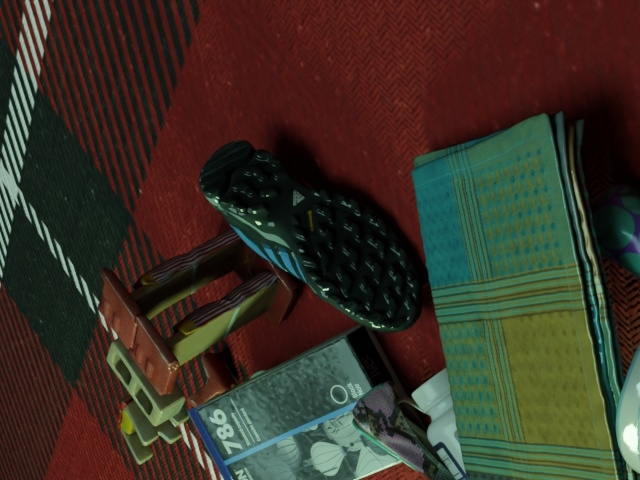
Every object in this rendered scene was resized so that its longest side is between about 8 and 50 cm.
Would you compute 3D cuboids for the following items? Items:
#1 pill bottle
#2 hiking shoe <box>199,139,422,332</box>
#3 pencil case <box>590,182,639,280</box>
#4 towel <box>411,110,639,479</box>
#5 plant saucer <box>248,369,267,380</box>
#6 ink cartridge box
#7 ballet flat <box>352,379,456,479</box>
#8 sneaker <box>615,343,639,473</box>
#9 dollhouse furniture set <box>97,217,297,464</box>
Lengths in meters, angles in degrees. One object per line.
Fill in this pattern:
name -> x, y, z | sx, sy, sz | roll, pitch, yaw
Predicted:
pill bottle -> 0.172, 0.211, 1.184 | 0.169, 0.094, 0.094 | 55, 146, 11
hiking shoe -> 0.000, 0.000, 1.287 | 0.304, 0.113, 0.132 | 40, 171, 20
pencil case -> 0.284, 0.022, 0.928 | 0.152, 0.064, 0.070 | 46, 109, 24
towel -> 0.181, 0.086, 1.018 | 0.271, 0.040, 0.370 | 169, 90, -68
plant saucer -> -0.027, 0.256, 1.531 | 0.195, 0.037, 0.195 | 31, 135, 38
ink cartridge box -> -0.038, 0.239, 1.407 | 0.332, 0.065, 0.165 | -31, 88, 35
ballet flat -> 0.135, 0.238, 1.258 | 0.221, 0.077, 0.079 | 41, 101, -6
sneaker -> 0.352, 0.171, 0.832 | 0.208, 0.127, 0.319 | 18, 160, 40
dollhouse furniture set -> -0.186, 0.133, 1.526 | 0.152, 0.201, 0.374 | 52, 151, 15
